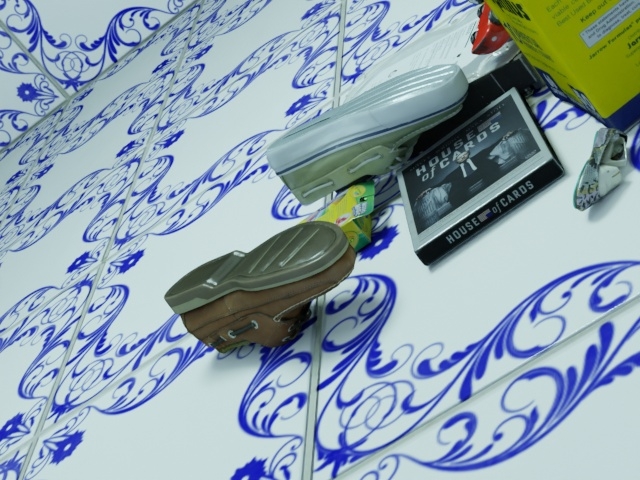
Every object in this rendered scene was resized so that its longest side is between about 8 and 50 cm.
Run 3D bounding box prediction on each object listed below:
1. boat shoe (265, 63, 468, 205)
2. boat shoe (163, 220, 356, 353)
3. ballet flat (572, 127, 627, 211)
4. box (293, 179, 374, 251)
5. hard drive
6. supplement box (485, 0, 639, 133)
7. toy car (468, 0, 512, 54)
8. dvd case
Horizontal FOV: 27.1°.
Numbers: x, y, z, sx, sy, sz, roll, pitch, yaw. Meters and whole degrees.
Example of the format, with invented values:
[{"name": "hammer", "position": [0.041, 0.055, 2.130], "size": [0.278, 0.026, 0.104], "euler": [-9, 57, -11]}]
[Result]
[{"name": "boat shoe", "position": [0.067, -0.129, 1.640], "size": [0.302, 0.094, 0.109], "euler": [-20, 20, 40]}, {"name": "boat shoe", "position": [-0.051, 0.060, 1.513], "size": [0.111, 0.104, 0.307], "euler": [-44, 17, -34]}, {"name": "ballet flat", "position": [0.276, -0.071, 1.292], "size": [0.041, 0.041, 0.114], "euler": [-21, 29, 42]}, {"name": "box", "position": [0.000, 0.000, 1.625], "size": [0.179, 0.043, 0.105], "euler": [-36, 20, 19]}, {"name": "hard drive", "position": [0.159, -0.210, 1.746], "size": [0.339, 0.064, 0.237], "euler": [-24, 26, 36]}, {"name": "supplement box", "position": [0.253, -0.318, 1.376], "size": [0.195, 0.356, 0.194], "euler": [-39, 20, 4]}, {"name": "toy car", "position": [0.247, -0.348, 1.605], "size": [0.239, 0.053, 0.225], "euler": [-84, 18, -61]}, {"name": "dvd case", "position": [0.172, -0.077, 1.496], "size": [0.179, 0.029, 0.239], "euler": [-35, 21, 13]}]
